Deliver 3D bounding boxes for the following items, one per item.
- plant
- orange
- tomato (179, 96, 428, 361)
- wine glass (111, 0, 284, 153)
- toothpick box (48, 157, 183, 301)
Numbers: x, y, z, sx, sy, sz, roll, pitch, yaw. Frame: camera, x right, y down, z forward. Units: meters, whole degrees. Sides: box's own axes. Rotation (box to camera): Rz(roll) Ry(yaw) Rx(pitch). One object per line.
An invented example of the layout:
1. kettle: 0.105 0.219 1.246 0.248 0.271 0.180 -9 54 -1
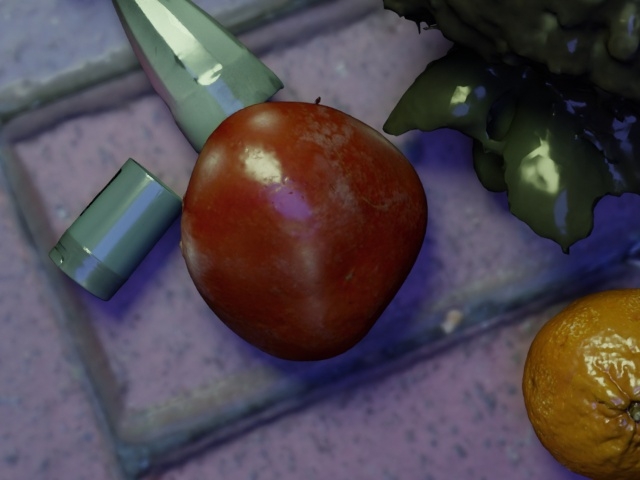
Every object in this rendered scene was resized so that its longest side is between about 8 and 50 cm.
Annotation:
1. plant: 0.154 -0.161 0.781 0.213 0.215 0.312 -41 148 -37
2. orange: 0.205 0.102 0.875 0.135 0.117 0.136 -1 118 -3
3. tomato: -0.008 0.003 0.821 0.174 0.082 0.166 28 100 -36
4. wine glass: -0.100 -0.135 0.829 0.073 0.073 0.155 -41 97 -1
5. toothpick box: -0.133 -0.007 0.849 0.052 0.052 0.083 40 89 -11
